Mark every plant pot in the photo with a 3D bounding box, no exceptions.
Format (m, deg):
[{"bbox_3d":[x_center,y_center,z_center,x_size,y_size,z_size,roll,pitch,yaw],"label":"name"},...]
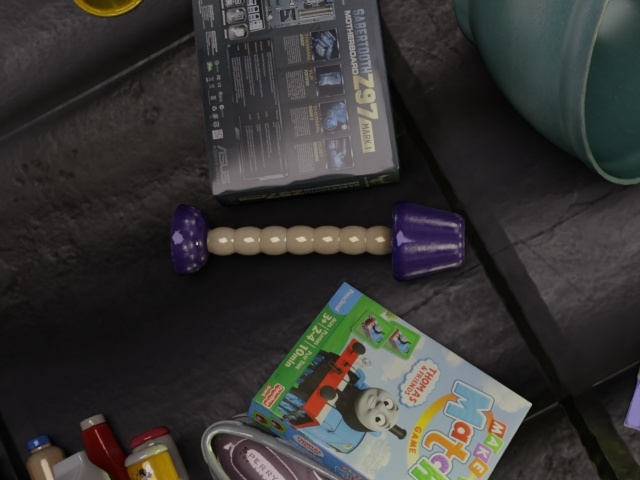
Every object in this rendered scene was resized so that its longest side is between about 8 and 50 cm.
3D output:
[{"bbox_3d":[0.245,-0.222,1.068,0.196,0.293,0.293,32,86,36],"label":"plant pot"}]

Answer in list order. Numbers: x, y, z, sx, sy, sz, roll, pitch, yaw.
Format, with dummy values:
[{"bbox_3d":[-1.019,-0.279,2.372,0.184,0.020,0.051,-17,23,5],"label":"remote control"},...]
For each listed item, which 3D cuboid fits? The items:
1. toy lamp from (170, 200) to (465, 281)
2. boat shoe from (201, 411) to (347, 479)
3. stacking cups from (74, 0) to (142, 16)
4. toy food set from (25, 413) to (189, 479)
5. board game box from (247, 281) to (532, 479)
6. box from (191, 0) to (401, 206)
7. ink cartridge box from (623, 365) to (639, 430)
[{"bbox_3d":[0.000,0.000,1.147,0.275,0.080,0.080,1,82,9],"label":"toy lamp"},{"bbox_3d":[0.022,0.274,1.090,0.320,0.103,0.118,41,88,10],"label":"boat shoe"},{"bbox_3d":[-0.231,-0.293,1.091,0.096,0.316,0.096,-1,84,5],"label":"stacking cups"},{"bbox_3d":[-0.219,0.209,1.114,0.232,0.111,0.104,-30,78,33],"label":"toy food set"},{"bbox_3d":[0.065,0.155,1.100,0.211,0.039,0.160,33,56,9],"label":"board game box"},{"bbox_3d":[-0.025,-0.160,1.179,0.183,0.059,0.232,-9,80,5],"label":"box"},{"bbox_3d":[0.408,0.105,1.102,0.206,0.045,0.208,17,85,8],"label":"ink cartridge box"}]
